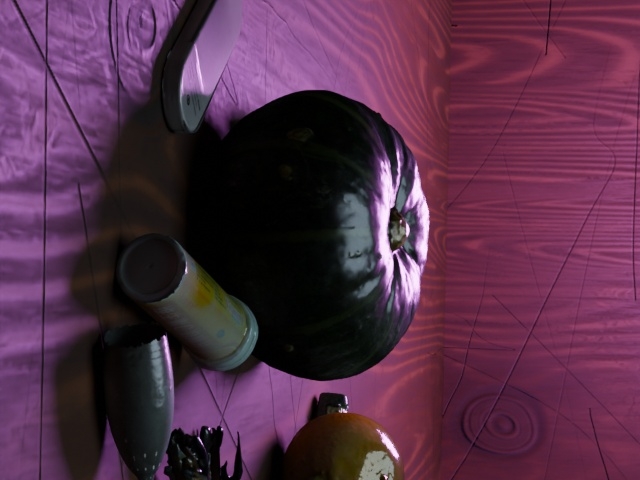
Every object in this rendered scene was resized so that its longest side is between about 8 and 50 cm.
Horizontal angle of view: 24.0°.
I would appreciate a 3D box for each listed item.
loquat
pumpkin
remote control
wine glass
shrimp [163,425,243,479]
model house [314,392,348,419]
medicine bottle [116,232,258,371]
[{"bbox_3d":[0.022,0.299,1.854,0.204,0.149,0.172,6,90,-67],"label":"loquat"},{"bbox_3d":[-0.009,-0.009,1.545,0.300,0.207,0.300,3,90,-66],"label":"pumpkin"},{"bbox_3d":[-0.112,-0.186,1.456,0.245,0.022,0.077,-73,158,-52],"label":"remote control"},{"bbox_3d":[-0.145,0.168,1.228,0.066,0.066,0.198,-56,146,-70],"label":"wine glass"},{"bbox_3d":[-0.110,0.228,1.434,0.152,0.046,0.219,-76,167,-44],"label":"shrimp"},{"bbox_3d":[0.024,0.247,2.062,0.079,0.066,0.083,75,19,-60],"label":"model house"},{"bbox_3d":[-0.117,0.056,1.335,0.218,0.074,0.074,56,37,-68],"label":"medicine bottle"}]
